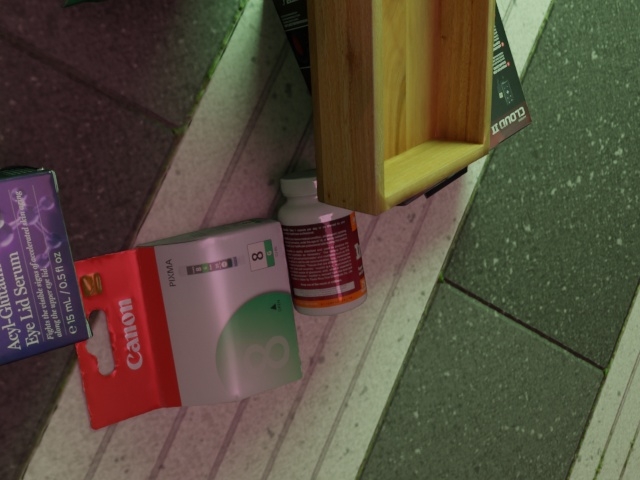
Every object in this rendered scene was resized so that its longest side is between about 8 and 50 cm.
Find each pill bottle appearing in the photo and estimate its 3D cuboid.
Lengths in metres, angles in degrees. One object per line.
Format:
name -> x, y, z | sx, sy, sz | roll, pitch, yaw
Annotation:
pill bottle -> 0.000, 0.000, 0.811 | 0.086, 0.086, 0.152 | -17, 106, -29

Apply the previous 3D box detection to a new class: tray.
tray -> 0.073, -0.249, 0.624 | 0.203, 0.076, 0.410 | -28, 123, -44

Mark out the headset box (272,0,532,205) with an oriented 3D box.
headset box -> 0.103, -0.192, 0.837 | 0.218, 0.110, 0.293 | -33, 112, -24

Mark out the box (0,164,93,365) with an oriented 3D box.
box -> -0.316, 0.031, 0.604 | 0.207, 0.108, 0.153 | -17, 106, -30

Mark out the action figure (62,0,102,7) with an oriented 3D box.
action figure -> -0.131, -0.249, 0.611 | 0.137, 0.232, 0.063 | -36, 113, -24

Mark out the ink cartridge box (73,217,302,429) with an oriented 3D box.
ink cartridge box -> -0.134, 0.086, 0.759 | 0.225, 0.056, 0.181 | -15, 103, -32
